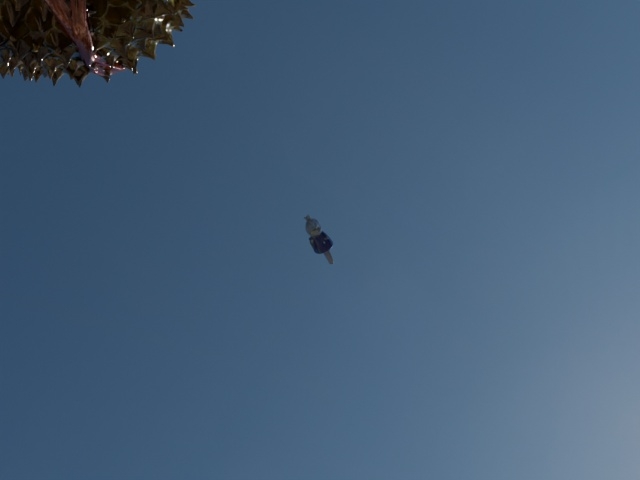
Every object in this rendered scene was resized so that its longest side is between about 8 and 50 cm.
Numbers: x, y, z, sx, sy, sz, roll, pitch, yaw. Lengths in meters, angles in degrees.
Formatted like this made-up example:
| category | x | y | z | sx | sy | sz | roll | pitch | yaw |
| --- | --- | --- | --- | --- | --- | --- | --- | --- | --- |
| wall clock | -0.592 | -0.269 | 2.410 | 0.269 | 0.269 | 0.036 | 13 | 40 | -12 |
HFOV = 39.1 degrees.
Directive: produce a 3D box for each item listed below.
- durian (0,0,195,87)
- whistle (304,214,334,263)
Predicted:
| category | x | y | z | sx | sy | sz | roll | pitch | yaw |
| --- | --- | --- | --- | --- | --- | --- | --- | --- | --- |
| durian | -0.334 | -0.345 | 1.087 | 0.385 | 0.347 | 0.347 | 13 | -79 | -17 |
| whistle | 0.000 | 0.000 | 1.233 | 0.029 | 0.033 | 0.083 | -31 | -58 | -5 |
